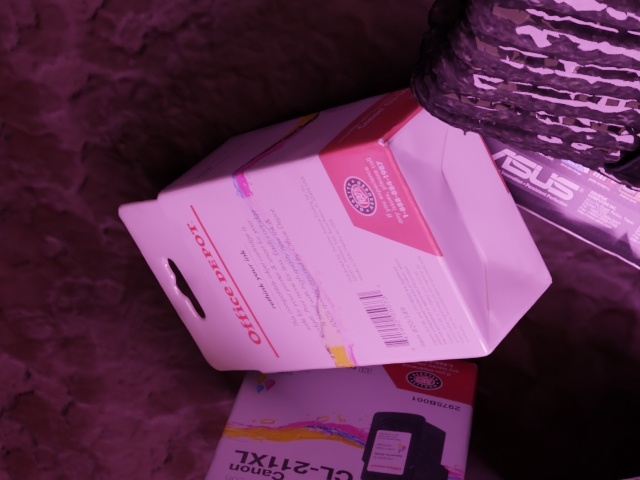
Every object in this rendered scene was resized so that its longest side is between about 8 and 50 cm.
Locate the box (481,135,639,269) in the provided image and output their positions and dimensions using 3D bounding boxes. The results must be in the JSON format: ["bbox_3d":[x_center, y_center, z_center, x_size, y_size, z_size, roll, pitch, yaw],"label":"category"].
[{"bbox_3d":[0.230,-0.065,0.635,0.270,0.060,0.216,27,120,-5],"label":"box"}]

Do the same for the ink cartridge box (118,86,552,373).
[{"bbox_3d":[0.000,0.000,0.686,0.198,0.067,0.115,-9,115,45],"label":"ink cartridge box"}]

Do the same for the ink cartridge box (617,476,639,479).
[{"bbox_3d":[0.180,0.197,0.707,0.219,0.092,0.160,1,133,-42],"label":"ink cartridge box"}]

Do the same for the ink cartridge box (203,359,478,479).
[{"bbox_3d":[0.010,0.128,0.720,0.127,0.175,0.072,11,120,5],"label":"ink cartridge box"}]

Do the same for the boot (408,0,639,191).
[{"bbox_3d":[0.207,-0.135,0.488,0.260,0.131,0.348,27,121,-5],"label":"boot"}]
